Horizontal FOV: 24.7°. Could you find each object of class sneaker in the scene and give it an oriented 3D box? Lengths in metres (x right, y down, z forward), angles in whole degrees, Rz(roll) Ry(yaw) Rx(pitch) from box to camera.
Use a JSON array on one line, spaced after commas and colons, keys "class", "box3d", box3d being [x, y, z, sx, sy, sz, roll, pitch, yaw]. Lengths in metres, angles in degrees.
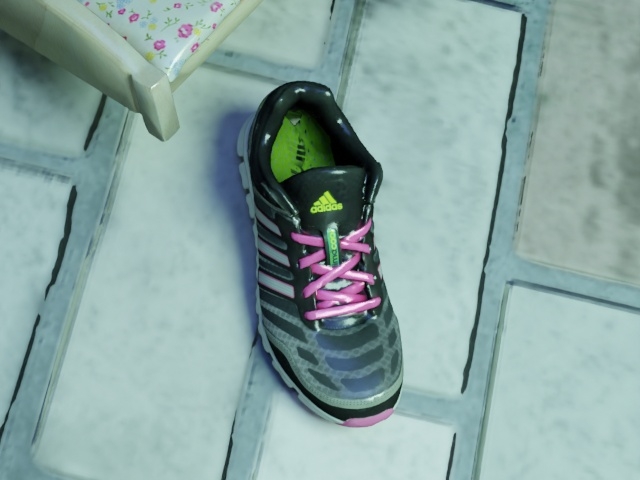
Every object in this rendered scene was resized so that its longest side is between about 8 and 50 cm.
[{"class": "sneaker", "box3d": [0.000, 0.000, 0.667, 0.063, 0.075, 0.170, -9, 68, -12]}]

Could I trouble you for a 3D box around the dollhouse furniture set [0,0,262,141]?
[{"class": "dollhouse furniture set", "box3d": [-0.126, -0.165, 0.627, 0.355, 0.174, 0.303, 31, 66, 20]}]
